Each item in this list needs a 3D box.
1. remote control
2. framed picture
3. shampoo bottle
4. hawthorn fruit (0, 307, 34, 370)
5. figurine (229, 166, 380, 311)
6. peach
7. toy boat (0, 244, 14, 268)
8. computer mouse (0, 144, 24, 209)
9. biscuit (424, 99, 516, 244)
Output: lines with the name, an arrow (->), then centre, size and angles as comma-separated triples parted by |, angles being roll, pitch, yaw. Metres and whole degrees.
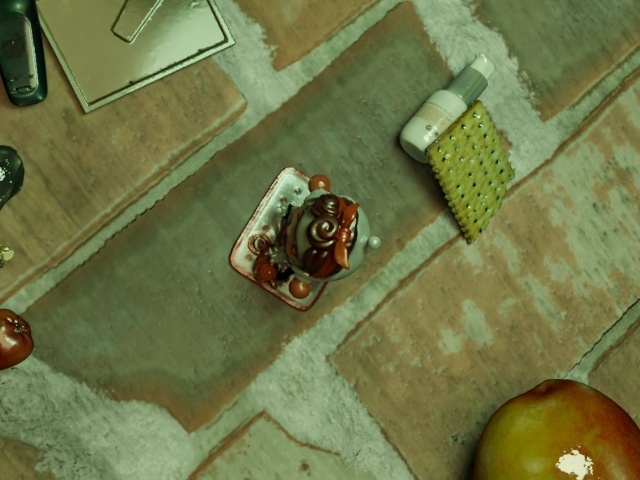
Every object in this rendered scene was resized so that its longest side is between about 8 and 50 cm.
remote control -> -0.423, -0.296, 1.363 | 0.072, 0.042, 0.222 | -11, 94, -3
framed picture -> -0.270, -0.315, 1.432 | 0.250, 0.016, 0.184 | -30, 99, -17
shampoo bottle -> 0.204, -0.209, 1.560 | 0.074, 0.074, 0.192 | 43, 76, -14
hawthorn fruit -> -0.443, 0.141, 1.349 | 0.093, 0.081, 0.081 | -31, 101, 14
figurine -> 0.000, 0.000, 1.412 | 0.160, 0.226, 0.183 | 34, 80, -17
peach -> 0.378, 0.377, 1.515 | 0.308, 0.308, 0.332 | -3, 77, -18
toy boat -> -0.524, 0.044, 1.322 | 0.226, 0.068, 0.088 | -13, 100, -19
computer mouse -> -0.460, -0.072, 1.354 | 0.079, 0.047, 0.135 | 39, 81, -14
biscuit -> 0.244, -0.110, 1.565 | 0.144, 0.016, 0.203 | -45, 127, -16
